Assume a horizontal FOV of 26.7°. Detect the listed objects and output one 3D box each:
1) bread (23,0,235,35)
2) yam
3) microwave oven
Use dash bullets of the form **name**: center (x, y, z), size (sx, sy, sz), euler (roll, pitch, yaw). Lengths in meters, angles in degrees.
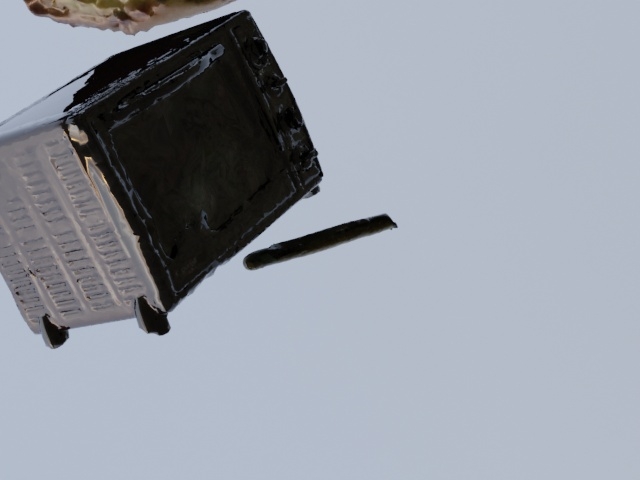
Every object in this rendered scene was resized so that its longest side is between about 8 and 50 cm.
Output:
- **bread**: center (-0.177, -0.386, 1.466), size (0.398, 0.215, 0.398), euler (-3, -140, 3)
- **yam**: center (0.000, 0.000, 0.813), size (0.107, 0.014, 0.014), euler (-16, -99, -29)
- **microwave oven**: center (-0.138, -0.055, 1.093), size (0.247, 0.188, 0.178), euler (-44, -62, -48)
